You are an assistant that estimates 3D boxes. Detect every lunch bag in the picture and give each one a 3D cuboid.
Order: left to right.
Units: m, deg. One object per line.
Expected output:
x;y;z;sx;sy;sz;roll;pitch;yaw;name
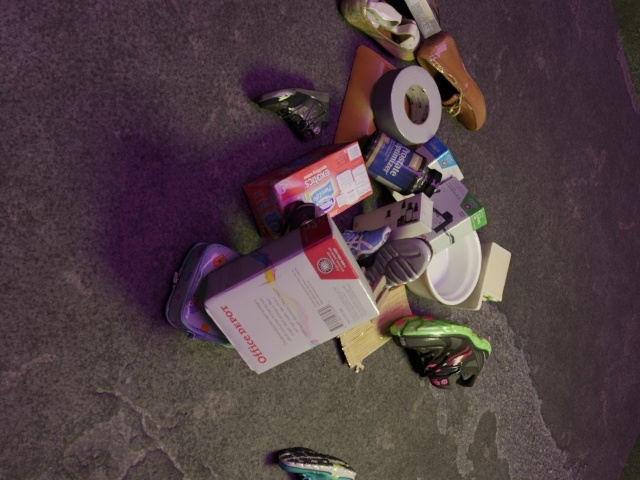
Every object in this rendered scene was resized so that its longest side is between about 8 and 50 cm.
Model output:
-0.221;0.141;1.433;0.279;0.108;0.223;30;75;-37;lunch bag

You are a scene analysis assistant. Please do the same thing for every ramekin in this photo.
0.373;0.059;1.926;0.277;0.135;0.276;-2;93;-42;ramekin

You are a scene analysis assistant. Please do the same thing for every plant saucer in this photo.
0.214;-0.365;1.807;0.333;0.081;0.332;22;78;-40;plant saucer

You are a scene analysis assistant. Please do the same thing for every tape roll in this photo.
0.250;-0.383;1.737;0.219;0.072;0.219;-1;91;-41;tape roll

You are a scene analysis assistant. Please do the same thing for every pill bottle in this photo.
0.215;-0.198;1.660;0.219;0.123;0.122;29;71;-7;pill bottle

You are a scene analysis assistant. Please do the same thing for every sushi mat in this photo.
0.166;0.244;1.824;0.317;0.019;0.151;-27;108;-39;sushi mat

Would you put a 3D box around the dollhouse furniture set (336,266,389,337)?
0.030;0.142;1.572;0.135;0.262;0.259;-60;157;-19;dollhouse furniture set

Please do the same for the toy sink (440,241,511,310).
0.525;0.131;2.050;0.131;0.153;0.234;26;74;-39;toy sink

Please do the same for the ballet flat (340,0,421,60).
0.210;-0.622;1.769;0.349;0.123;0.123;16;81;-40;ballet flat

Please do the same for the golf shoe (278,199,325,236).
-0.063;0.042;1.393;0.105;0.120;0.272;16;93;-31;golf shoe

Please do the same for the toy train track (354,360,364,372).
0.124;0.353;1.802;0.048;0.014;0.083;39;67;-35;toy train track

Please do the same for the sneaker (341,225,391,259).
0.095;0.007;1.645;0.081;0.211;0.080;59;28;-8;sneaker

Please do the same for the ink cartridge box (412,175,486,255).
0.350;-0.065;1.770;0.209;0.153;0.087;-33;144;0;ink cartridge box

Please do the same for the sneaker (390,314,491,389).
0.390;0.361;1.911;0.483;0.185;0.202;27;74;-42;sneaker

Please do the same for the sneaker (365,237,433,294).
0.236;0.056;1.712;0.180;0.321;0.124;-27;82;-37;sneaker

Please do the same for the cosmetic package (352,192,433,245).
0.194;-0.047;1.685;0.060;0.239;0.098;37;50;-34;cosmetic package

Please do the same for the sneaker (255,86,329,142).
-0.062;-0.322;1.564;0.228;0.087;0.130;-6;89;-46;sneaker

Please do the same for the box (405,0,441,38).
0.283;-0.743;1.810;0.231;0.056;0.183;53;28;-28;box

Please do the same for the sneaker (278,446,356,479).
-0.009;0.638;1.646;0.275;0.107;0.109;34;80;-36;sneaker

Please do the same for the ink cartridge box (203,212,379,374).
-0.062;0.115;1.307;0.307;0.131;0.226;-26;116;8;ink cartridge box

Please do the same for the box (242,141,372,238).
-0.026;-0.131;1.565;0.300;0.142;0.154;-33;113;-35;box

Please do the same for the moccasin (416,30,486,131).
0.415;-0.478;1.931;0.147;0.139;0.380;-50;136;-8;moccasin

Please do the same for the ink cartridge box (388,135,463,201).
0.300;-0.187;1.802;0.203;0.085;0.148;-36;139;7;ink cartridge box
